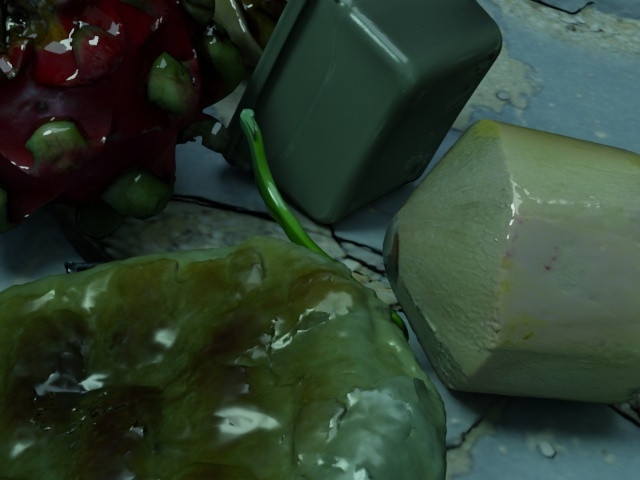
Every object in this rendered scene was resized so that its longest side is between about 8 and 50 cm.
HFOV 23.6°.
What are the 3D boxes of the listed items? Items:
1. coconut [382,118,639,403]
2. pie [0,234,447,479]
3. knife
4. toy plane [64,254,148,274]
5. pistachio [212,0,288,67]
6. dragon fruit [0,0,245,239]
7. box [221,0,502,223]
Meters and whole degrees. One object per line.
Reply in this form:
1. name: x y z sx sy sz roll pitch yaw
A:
1. coconut: 0.109 0.014 0.818 0.152 0.147 0.147 8 37 -8
2. pie: -0.095 0.103 0.621 0.306 0.071 0.306 -11 40 9
3. knife: -0.002 0.001 0.860 0.022 0.078 0.166 -32 57 -7
4. toy plane: -0.059 0.043 0.796 0.189 0.061 0.130 -13 42 -30
5. pistachio: -0.033 -0.192 1.079 0.129 0.131 0.206 -32 44 15
6. dragon fruit: -0.155 -0.121 0.875 0.218 0.198 0.273 -5 38 -10
7. box: 0.029 -0.092 0.924 0.093 0.172 0.124 46 47 16
